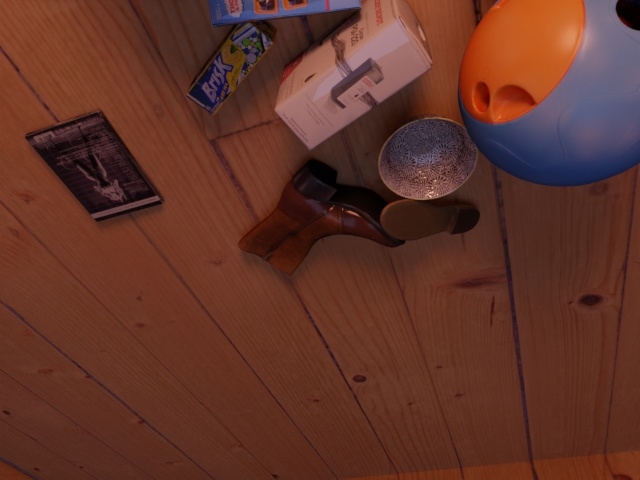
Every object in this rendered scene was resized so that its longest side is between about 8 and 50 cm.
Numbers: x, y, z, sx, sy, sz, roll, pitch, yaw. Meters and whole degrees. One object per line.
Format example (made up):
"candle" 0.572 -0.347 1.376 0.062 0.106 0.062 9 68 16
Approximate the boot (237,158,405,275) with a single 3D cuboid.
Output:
"boot" 0.000 0.000 1.034 0.264 0.096 0.280 26 130 -21

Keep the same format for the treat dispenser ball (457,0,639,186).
"treat dispenser ball" 0.335 -0.217 0.675 0.288 0.288 0.288 1 134 1

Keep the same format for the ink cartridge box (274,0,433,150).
"ink cartridge box" 0.045 -0.258 0.740 0.218 0.158 0.092 -28 126 26

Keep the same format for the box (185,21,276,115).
"box" -0.145 -0.284 0.797 0.059 0.054 0.169 34 126 -26

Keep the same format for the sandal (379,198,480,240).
"sandal" 0.201 -0.056 0.989 0.240 0.079 0.088 -1 121 -27

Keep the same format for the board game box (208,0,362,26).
"board game box" -0.056 -0.387 0.671 0.211 0.039 0.160 -4 112 6

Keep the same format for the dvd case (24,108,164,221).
"dvd case" -0.436 -0.139 0.975 0.164 0.018 0.221 -14 131 14

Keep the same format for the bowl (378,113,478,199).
"bowl" 0.185 -0.162 0.880 0.170 0.080 0.170 1 134 2
